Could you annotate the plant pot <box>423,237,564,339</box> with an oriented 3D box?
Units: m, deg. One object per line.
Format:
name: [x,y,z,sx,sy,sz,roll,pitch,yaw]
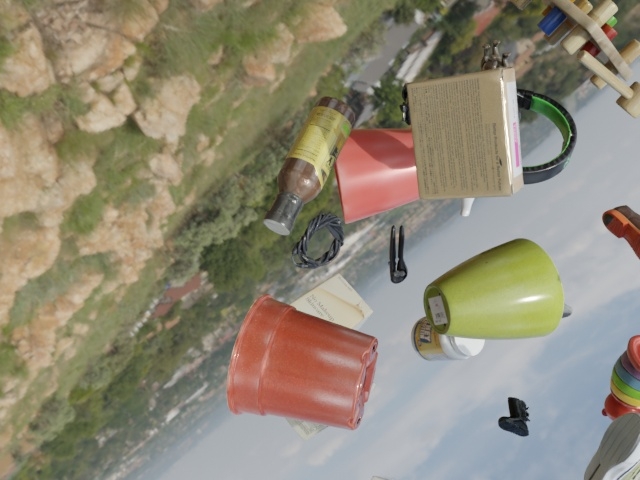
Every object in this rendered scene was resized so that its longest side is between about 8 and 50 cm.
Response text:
plant pot: [0.434,0.153,1.730,0.293,0.275,0.275,-11,162,-21]

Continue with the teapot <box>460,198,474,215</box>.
teapot: [0.563,-0.250,2.297,0.256,0.253,0.187,-21,141,2]

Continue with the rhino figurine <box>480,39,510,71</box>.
rhino figurine: [0.528,-0.501,1.933,0.243,0.073,0.106,-94,179,-53]

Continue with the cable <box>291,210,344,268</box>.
cable: [0.000,0.000,1.617,0.184,0.047,0.151,6,106,-57]

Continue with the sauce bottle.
sauce bottle: [-0.031,-0.173,1.529,0.344,0.111,0.111,-64,-179,-18]

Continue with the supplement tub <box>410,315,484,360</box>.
supplement tub: [0.390,0.297,2.006,0.144,0.144,0.199,-36,-172,-32]

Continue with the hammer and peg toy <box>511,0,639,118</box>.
hammer and peg toy: [0.585,-0.442,1.405,0.127,0.361,0.266,-45,141,22]

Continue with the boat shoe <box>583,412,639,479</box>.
boat shoe: [0.732,0.518,1.569,0.109,0.094,0.302,-88,-174,-49]

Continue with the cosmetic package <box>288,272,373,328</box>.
cosmetic package: [-0.018,0.234,1.800,0.309,0.160,0.113,-32,162,-41]

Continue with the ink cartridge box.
ink cartridge box: [0.279,-0.202,1.258,0.193,0.235,0.088,0,-166,33]

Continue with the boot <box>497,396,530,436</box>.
boot: [0.544,0.490,1.844,0.045,0.121,0.099,-38,-147,41]

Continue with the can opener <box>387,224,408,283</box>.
can opener: [0.230,0.043,1.975,0.059,0.186,0.073,-9,-161,-6]

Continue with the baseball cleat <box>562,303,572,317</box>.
baseball cleat: [0.749,0.257,2.172,0.109,0.205,0.072,-95,-172,-49]

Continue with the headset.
headset: [0.377,-0.267,1.480,0.185,0.394,0.243,77,28,-57]

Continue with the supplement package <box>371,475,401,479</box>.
supplement package: [0.207,0.687,1.594,0.293,0.177,0.175,58,47,-66]

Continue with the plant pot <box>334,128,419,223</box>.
plant pot: [0.163,-0.199,1.840,0.243,0.275,0.275,-11,173,1]

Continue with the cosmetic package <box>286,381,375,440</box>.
cosmetic package: [0.021,0.529,2.208,0.296,0.153,0.129,-38,-179,28]

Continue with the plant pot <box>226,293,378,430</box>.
plant pot: [-0.026,0.277,1.409,0.272,0.265,0.273,12,90,-75]

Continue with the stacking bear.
stacking bear: [0.962,0.447,1.994,0.164,0.175,0.289,-100,-163,-56]

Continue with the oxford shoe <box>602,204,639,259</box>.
oxford shoe: [0.997,-0.014,1.998,0.098,0.271,0.097,-26,148,-15]
